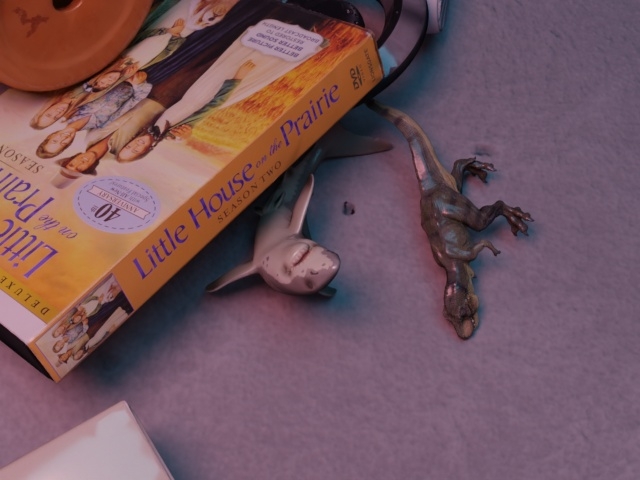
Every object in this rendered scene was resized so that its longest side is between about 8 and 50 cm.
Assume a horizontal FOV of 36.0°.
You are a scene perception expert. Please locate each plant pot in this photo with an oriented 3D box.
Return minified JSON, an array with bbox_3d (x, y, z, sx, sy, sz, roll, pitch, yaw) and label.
[{"bbox_3d":[-0.286,-0.276,0.918,0.291,0.291,0.203,-38,63,-22],"label":"plant pot"}]

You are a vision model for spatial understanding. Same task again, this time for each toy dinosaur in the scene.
[{"bbox_3d":[0.142,-0.039,1.018,0.118,0.064,0.268,-12,74,-27],"label":"toy dinosaur"}]

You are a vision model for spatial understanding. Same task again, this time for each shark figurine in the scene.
[{"bbox_3d":[-0.009,-0.007,0.986,0.116,0.166,0.278,44,33,-23],"label":"shark figurine"}]

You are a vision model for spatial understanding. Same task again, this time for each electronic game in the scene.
[{"bbox_3d":[0.003,-0.216,1.046,0.229,0.048,0.229,-12,51,16],"label":"electronic game"}]

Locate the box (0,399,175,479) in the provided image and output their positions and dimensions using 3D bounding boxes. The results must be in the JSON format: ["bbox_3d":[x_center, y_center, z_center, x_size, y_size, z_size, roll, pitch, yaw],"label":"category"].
[{"bbox_3d":[-0.260,0.266,0.777,0.311,0.148,0.121,-29,74,-19],"label":"box"}]

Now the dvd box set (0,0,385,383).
[{"bbox_3d":[-0.188,-0.093,0.925,0.307,0.062,0.420,27,61,37],"label":"dvd box set"}]

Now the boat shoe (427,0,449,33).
[{"bbox_3d":[0.106,-0.359,1.158,0.094,0.109,0.302,0,56,8],"label":"boat shoe"}]
